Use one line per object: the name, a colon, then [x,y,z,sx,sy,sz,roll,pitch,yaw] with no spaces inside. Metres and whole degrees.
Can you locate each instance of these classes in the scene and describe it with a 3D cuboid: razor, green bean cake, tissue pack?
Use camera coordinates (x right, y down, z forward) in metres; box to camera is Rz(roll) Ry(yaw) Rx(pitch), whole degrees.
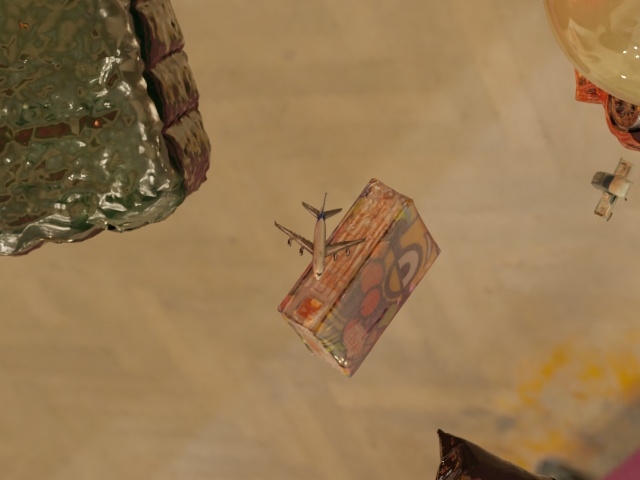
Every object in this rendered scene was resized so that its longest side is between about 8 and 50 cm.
razor: [0.294,-0.056,2.014,0.037,0.068,0.191,26,-176,5]
green bean cake: [-0.264,-0.146,1.643,0.300,0.169,0.308,-11,100,11]
tissue pack: [0.036,0.034,1.729,0.060,0.148,0.108,30,167,30]

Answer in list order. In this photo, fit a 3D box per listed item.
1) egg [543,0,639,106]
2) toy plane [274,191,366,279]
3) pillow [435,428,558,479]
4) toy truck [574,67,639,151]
egg: [0.279,-0.200,1.366,0.219,0.269,0.219,46,166,15]
toy plane: [0.000,0.001,1.629,0.077,0.084,0.024,10,146,-7]
pillow: [0.160,0.237,1.789,0.150,0.090,0.048,25,161,-22]
toy truck: [0.294,-0.204,1.856,0.107,0.253,0.114,-3,175,-31]
